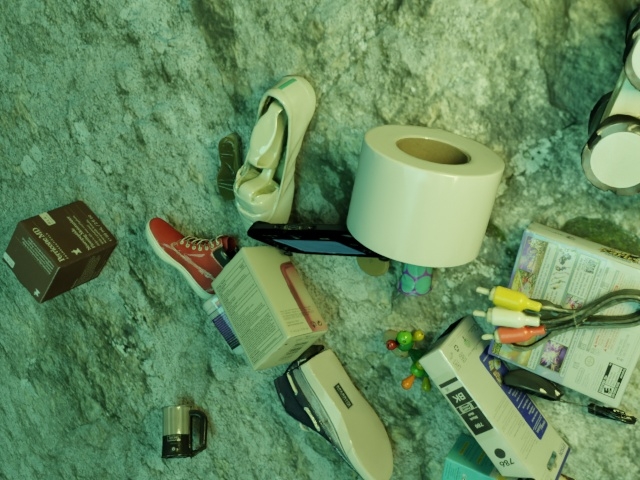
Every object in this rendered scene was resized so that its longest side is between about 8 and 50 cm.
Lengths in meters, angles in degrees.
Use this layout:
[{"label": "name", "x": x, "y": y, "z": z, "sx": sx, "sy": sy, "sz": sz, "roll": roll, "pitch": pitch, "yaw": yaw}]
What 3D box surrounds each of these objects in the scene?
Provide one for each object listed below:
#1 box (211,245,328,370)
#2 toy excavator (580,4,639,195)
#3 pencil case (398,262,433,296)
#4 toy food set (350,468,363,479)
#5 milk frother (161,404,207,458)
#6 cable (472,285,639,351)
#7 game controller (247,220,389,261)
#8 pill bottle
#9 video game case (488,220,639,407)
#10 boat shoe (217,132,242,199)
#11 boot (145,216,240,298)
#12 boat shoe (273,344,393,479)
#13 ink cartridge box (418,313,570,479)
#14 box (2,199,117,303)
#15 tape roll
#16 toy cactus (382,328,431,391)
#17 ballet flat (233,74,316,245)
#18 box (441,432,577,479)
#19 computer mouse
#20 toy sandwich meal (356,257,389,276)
[{"label": "box", "x": -0.114, "y": 0.144, "z": 1.504, "sx": 0.148, "sy": 0.127, "sz": 0.232, "roll": -46, "pitch": 63, "yaw": 35}, {"label": "toy excavator", "x": 0.598, "y": -0.088, "z": 0.967, "sx": 0.445, "sy": 0.222, "sz": 0.432, "roll": 21, "pitch": 120, "yaw": 15}, {"label": "pencil case", "x": 0.188, "y": 0.034, "z": 1.347, "sx": 0.070, "sy": 0.064, "sz": 0.151, "roll": 4, "pitch": 111, "yaw": 14}, {"label": "toy food set", "x": 0.107, "y": 0.532, "z": 1.623, "sx": 0.078, "sy": 0.019, "sz": 0.122, "roll": 16, "pitch": 116, "yaw": 27}, {"label": "milk frother", "x": -0.377, "y": 0.532, "z": 1.890, "sx": 0.143, "sy": 0.129, "sz": 0.134, "roll": 126, "pitch": 143, "yaw": -63}, {"label": "cable", "x": 0.409, "y": 0.143, "z": 1.168, "sx": 0.287, "sy": 0.072, "sz": 0.139, "roll": 1, "pitch": 114, "yaw": 32}, {"label": "game controller", "x": 0.000, "y": 0.000, "z": 1.374, "sx": 0.319, "sy": 0.166, "sz": 0.067, "roll": 1, "pitch": 84, "yaw": 43}, {"label": "pill bottle", "x": -0.184, "y": 0.202, "z": 1.622, "sx": 0.108, "sy": 0.108, "sz": 0.193, "roll": -37, "pitch": 87, "yaw": 37}, {"label": "video game case", "x": 0.453, "y": 0.130, "z": 1.218, "sx": 0.244, "sy": 0.061, "sz": 0.269, "roll": 22, "pitch": 119, "yaw": 24}, {"label": "boat shoe", "x": -0.200, "y": -0.164, "z": 1.535, "sx": 0.056, "sy": 0.048, "sz": 0.153, "roll": 9, "pitch": 120, "yaw": 16}, {"label": "boot", "x": -0.295, "y": 0.004, "z": 1.633, "sx": 0.244, "sy": 0.088, "sz": 0.176, "roll": 45, "pitch": 126, "yaw": 0}, {"label": "boat shoe", "x": 0.026, "y": 0.413, "z": 1.575, "sx": 0.158, "sy": 0.127, "sz": 0.340, "roll": -37, "pitch": 78, "yaw": 41}, {"label": "ink cartridge box", "x": 0.334, "y": 0.316, "z": 1.302, "sx": 0.065, "sy": 0.165, "sz": 0.332, "roll": -40, "pitch": 84, "yaw": 37}, {"label": "box", "x": -0.689, "y": 0.028, "z": 1.817, "sx": 0.168, "sy": 0.203, "sz": 0.167, "roll": 47, "pitch": 126, "yaw": 8}, {"label": "tape roll", "x": 0.179, "y": -0.083, "z": 1.195, "sx": 0.246, "sy": 0.246, "sz": 0.169, "roll": 23, "pitch": 119, "yaw": 24}, {"label": "toy cactus", "x": 0.190, "y": 0.242, "z": 1.393, "sx": 0.112, "sy": 0.219, "sz": 0.180, "roll": -56, "pitch": 37, "yaw": -3}, {"label": "ballet flat", "x": -0.118, "y": -0.152, "z": 1.428, "sx": 0.139, "sy": 0.139, "sz": 0.400, "roll": 30, "pitch": 122, "yaw": 19}, {"label": "box", "x": 0.378, "y": 0.483, "z": 1.380, "sx": 0.244, "sy": 0.100, "sz": 0.060, "roll": 17, "pitch": 116, "yaw": 26}, {"label": "computer mouse", "x": 0.462, "y": 0.286, "z": 1.269, "sx": 0.242, "sy": 0.071, "sz": 0.041, "roll": 18, "pitch": 76, "yaw": 11}, {"label": "toy sandwich meal", "x": 0.112, "y": 0.034, "z": 1.419, "sx": 0.086, "sy": 0.029, "sz": 0.085, "roll": 15, "pitch": 119, "yaw": 29}]
